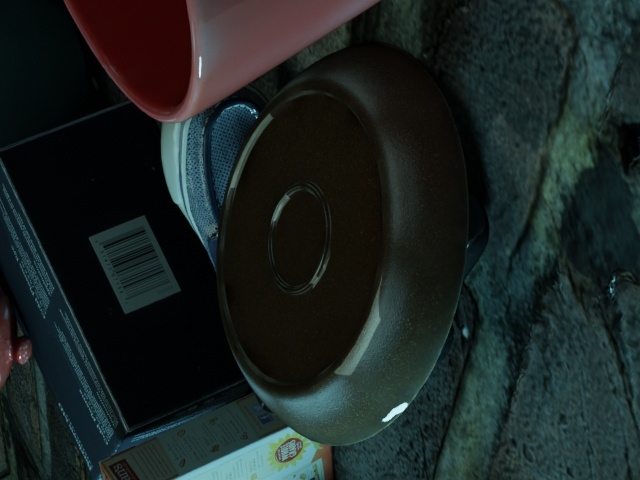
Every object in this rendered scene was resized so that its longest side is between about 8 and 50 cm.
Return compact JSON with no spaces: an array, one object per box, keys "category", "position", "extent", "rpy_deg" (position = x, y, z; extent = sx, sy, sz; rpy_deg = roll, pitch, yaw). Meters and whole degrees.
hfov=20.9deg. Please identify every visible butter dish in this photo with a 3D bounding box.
[{"category":"butter dish","position":[-0.399,0.123,2.054],"extent":[0.160,0.118,0.160],"rpy_deg":[85,-165,-46]}]

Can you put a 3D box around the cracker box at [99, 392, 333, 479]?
[{"category":"cracker box","position":[-0.102,0.249,1.778],"extent":[0.067,0.232,0.156],"rpy_deg":[48,152,41]}]

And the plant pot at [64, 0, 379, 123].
[{"category":"plant pot","position":[-0.037,-0.241,1.089],"extent":[0.275,0.243,0.275],"rpy_deg":[50,153,37]}]

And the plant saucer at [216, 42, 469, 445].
[{"category":"plant saucer","position":[0.000,0.000,1.324],"extent":[0.310,0.050,0.311],"rpy_deg":[-13,74,55]}]

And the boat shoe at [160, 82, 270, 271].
[{"category":"boat shoe","position":[-0.025,0.013,1.529],"extent":[0.158,0.127,0.341],"rpy_deg":[29,146,49]}]

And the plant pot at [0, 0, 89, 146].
[{"category":"plant pot","position":[-0.385,-0.191,2.037],"extent":[0.290,0.195,0.290],"rpy_deg":[165,90,-70]}]

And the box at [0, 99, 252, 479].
[{"category":"box","position":[-0.234,0.066,1.985],"extent":[0.343,0.179,0.312],"rpy_deg":[63,159,10]}]

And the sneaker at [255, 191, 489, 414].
[{"category":"sneaker","position":[0.064,0.046,1.376],"extent":[0.283,0.124,0.107],"rpy_deg":[-44,49,44]}]
